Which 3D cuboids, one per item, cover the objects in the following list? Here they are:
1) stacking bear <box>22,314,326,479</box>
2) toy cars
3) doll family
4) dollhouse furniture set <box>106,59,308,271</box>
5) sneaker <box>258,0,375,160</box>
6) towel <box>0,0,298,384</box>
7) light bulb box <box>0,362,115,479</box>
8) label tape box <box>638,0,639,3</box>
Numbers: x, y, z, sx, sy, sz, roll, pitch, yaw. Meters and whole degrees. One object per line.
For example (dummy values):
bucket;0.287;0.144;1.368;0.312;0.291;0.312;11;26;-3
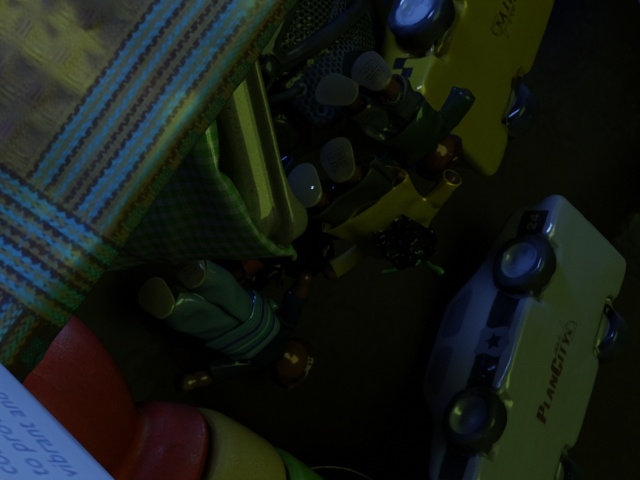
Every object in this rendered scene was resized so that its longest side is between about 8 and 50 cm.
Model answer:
stacking bear;-0.073;0.141;0.737;0.289;0.175;0.164;48;57;-22
toy cars;0.086;-0.028;0.956;0.176;0.087;0.394;-16;101;-48
doll family;0.000;0.000;0.832;0.111;0.193;0.076;36;26;-53
dollhouse furniture set;-0.152;-0.114;0.644;0.151;0.197;0.302;-21;100;-45
sneaker;-0.052;-0.098;0.819;0.227;0.087;0.130;-8;86;-50
towel;-0.111;-0.150;0.551;0.271;0.040;0.370;36;87;-21
light bulb box;-0.288;0.151;0.374;0.361;0.225;0.358;9;109;-44
label tape box;0.237;-0.307;1.059;0.241;0.106;0.334;56;37;-26
